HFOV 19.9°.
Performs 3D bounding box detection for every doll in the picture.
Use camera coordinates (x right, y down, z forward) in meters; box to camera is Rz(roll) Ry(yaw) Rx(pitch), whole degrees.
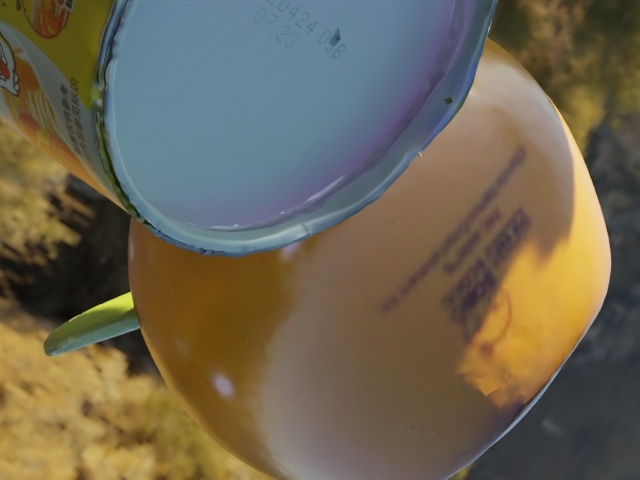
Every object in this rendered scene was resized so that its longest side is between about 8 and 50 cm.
[{"bbox_3d":[0.000,0.000,0.817,0.236,0.213,0.213,7,-122,54],"label":"doll"}]

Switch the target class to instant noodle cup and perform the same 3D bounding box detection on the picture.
[{"bbox_3d":[-0.040,-0.099,0.620,0.205,0.153,0.205,-26,137,-27],"label":"instant noodle cup"}]
